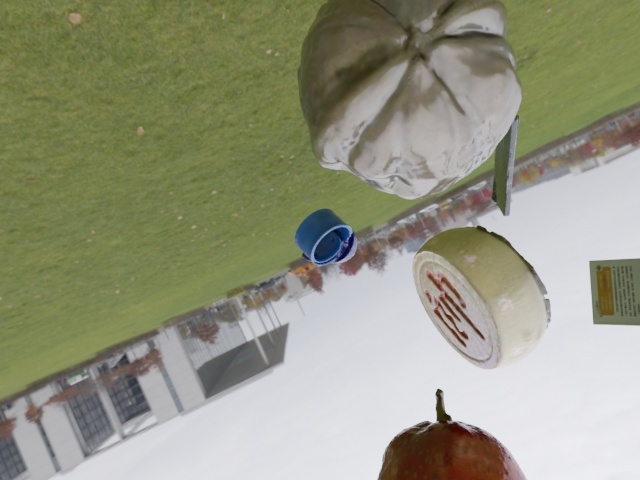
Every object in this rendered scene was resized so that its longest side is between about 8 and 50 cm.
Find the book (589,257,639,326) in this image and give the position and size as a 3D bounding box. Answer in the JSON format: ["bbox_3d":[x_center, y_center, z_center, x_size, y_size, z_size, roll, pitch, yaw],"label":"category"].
[{"bbox_3d":[0.962,0.149,1.205,0.296,0.207,0.020,-6,158,39],"label":"book"}]

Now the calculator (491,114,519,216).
[{"bbox_3d":[0.470,-0.202,1.064,0.021,0.261,0.161,-2,-152,11],"label":"calculator"}]

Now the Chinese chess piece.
[{"bbox_3d":[0.290,0.105,0.781,0.112,0.269,0.270,-26,177,-13],"label":"Chinese chess piece"}]

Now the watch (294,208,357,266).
[{"bbox_3d":[0.008,-0.003,1.356,0.196,0.171,0.200,-59,147,4],"label":"watch"}]

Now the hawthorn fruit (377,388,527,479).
[{"bbox_3d":[0.178,0.335,0.566,0.205,0.205,0.253,-28,-140,43],"label":"hawthorn fruit"}]

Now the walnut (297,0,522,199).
[{"bbox_3d":[0.075,-0.143,0.398,0.225,0.224,0.224,-25,177,-1],"label":"walnut"}]
